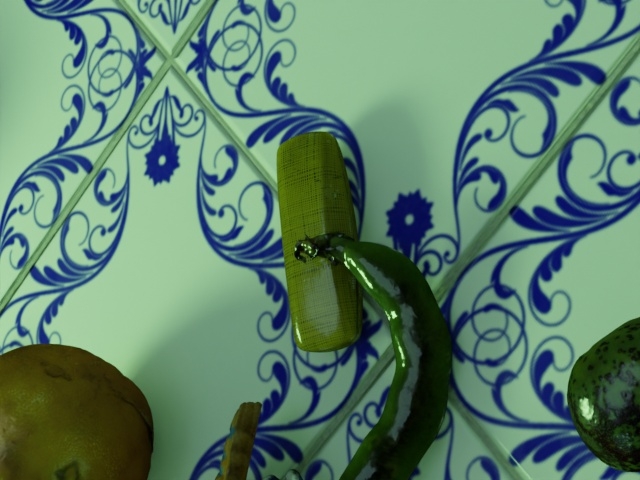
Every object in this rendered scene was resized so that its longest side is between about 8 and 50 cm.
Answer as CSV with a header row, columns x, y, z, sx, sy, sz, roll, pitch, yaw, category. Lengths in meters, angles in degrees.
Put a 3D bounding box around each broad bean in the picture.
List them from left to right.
x,y,z,sx,sy,sz,roll,pitch,yaw,category
0.060,0.125,1.503,0.144,0.049,0.292,-11,78,11,broad bean

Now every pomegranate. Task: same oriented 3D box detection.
x,y,z,sx,sy,sz,roll,pitch,yaw,category
0.290,0.139,1.307,0.138,0.163,0.125,-55,11,-2,pomegranate

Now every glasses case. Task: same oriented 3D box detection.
x,y,z,sx,sy,sz,roll,pitch,yaw,category
0.000,0.000,1.594,0.079,0.064,0.234,-13,72,21,glasses case

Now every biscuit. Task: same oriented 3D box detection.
x,y,z,sx,sy,sz,roll,pitch,yaw,category
-0.100,0.297,1.548,0.043,0.183,0.280,14,77,3,biscuit

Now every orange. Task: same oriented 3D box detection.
x,y,z,sx,sy,sz,roll,pitch,yaw,category
-0.304,0.230,1.687,0.240,0.240,0.240,-10,74,38,orange

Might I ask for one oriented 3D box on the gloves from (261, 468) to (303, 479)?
x,y,z,sx,sy,sz,roll,pitch,yaw,category
-0.050,0.340,1.543,0.119,0.097,0.229,-148,65,-68,gloves
